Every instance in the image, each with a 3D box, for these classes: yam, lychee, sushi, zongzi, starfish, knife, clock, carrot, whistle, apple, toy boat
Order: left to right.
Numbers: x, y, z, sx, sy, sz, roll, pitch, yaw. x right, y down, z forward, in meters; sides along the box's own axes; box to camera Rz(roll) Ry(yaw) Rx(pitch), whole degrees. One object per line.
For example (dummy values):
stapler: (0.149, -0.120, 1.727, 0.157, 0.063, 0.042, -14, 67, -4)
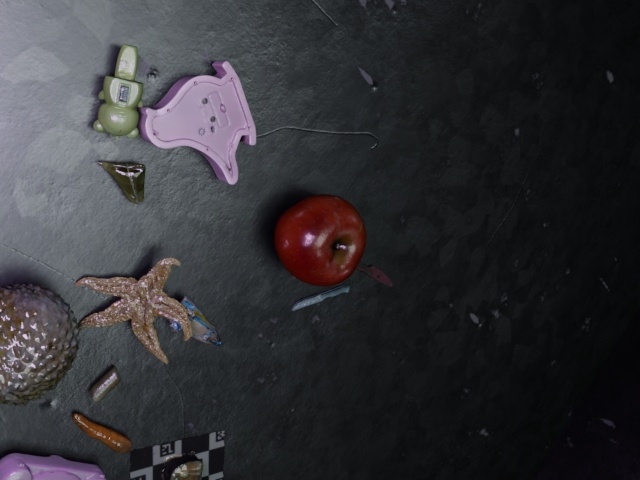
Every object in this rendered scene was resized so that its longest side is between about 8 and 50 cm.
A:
lychee: (-0.674, 0.228, 1.529, 0.255, 0.274, 0.255, -4, 127, -6)
clock: (-0.719, 0.708, 1.718, 0.295, 0.113, 0.322, 24, 91, -36)
carrot: (-0.578, 0.508, 1.798, 0.191, 0.047, 0.047, 42, 79, -30)
yam: (-0.557, 0.375, 1.770, 0.094, 0.043, 0.043, -43, 123, -14)
zongzi: (-0.488, -0.140, 1.666, 0.113, 0.052, 0.104, 2, 109, -20)
whistle: (-0.465, -0.342, 1.593, 0.105, 0.085, 0.227, 7, 103, -23)
starfish: (-0.473, 0.171, 1.743, 0.302, 0.060, 0.299, 6, 107, -15)
sushi: (-0.390, 0.761, 1.957, 0.296, 0.100, 0.373, -3, 106, -33)
toy boat: (-0.340, 0.234, 1.861, 0.084, 0.066, 0.210, -34, 128, 10)
clock: (-0.300, -0.269, 1.730, 0.275, 0.080, 0.290, -32, 118, -21)
apple: (0.000, 0.000, 1.923, 0.260, 0.216, 0.260, -10, 109, -32)
knife: (0.002, 0.174, 2.099, 0.210, 0.015, 0.028, -16, 118, -29)
knife: (0.157, 0.094, 2.179, 0.247, 0.018, 0.035, 31, 83, -38)
